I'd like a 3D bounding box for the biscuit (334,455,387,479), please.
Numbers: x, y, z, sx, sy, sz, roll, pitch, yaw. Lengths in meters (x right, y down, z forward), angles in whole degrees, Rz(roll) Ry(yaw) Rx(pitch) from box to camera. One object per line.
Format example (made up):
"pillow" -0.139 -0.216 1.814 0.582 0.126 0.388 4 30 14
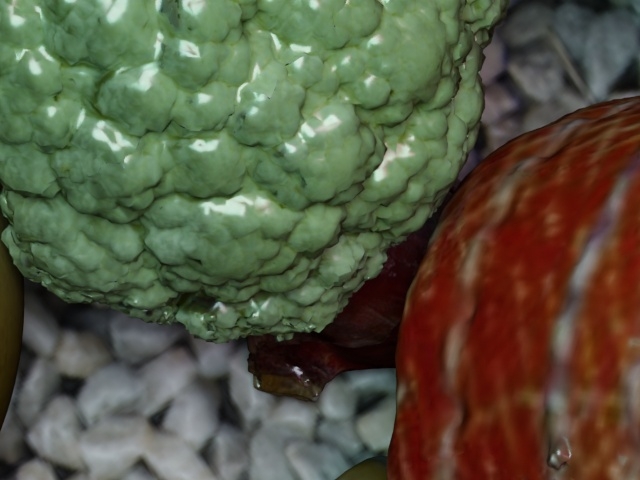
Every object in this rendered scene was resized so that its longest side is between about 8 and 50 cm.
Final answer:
"biscuit" -0.004 0.258 0.915 0.290 0.062 0.237 -32 76 -27

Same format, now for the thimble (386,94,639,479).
"thimble" 0.212 0.089 0.870 0.350 0.230 0.350 3 84 -36

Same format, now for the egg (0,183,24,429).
"egg" -0.257 0.008 0.872 0.250 0.250 0.322 1 76 -6

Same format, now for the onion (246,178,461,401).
"onion" 0.000 0.000 0.976 0.206 0.098 0.151 18 79 -3

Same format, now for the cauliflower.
"cauliflower" -0.052 -0.105 0.860 0.275 0.250 0.272 -47 121 0
